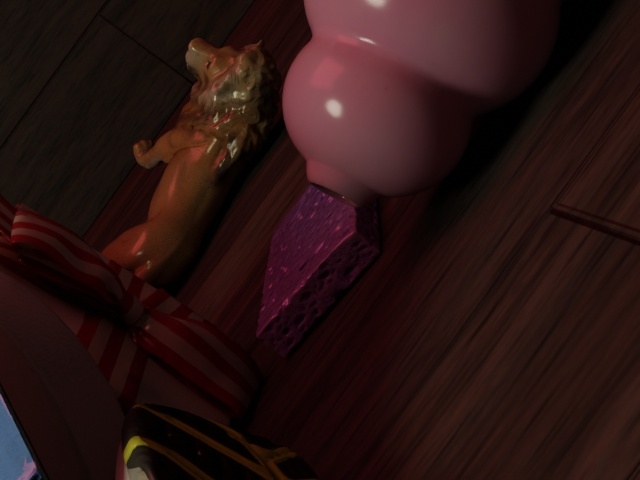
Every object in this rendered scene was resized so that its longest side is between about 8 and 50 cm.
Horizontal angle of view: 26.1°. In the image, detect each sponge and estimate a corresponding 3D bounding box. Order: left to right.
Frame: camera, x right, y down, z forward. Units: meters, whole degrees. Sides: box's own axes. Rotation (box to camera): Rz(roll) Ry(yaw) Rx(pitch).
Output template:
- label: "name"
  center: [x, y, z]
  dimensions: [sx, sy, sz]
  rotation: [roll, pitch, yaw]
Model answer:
- label: "sponge"
  center: [0.000, 0.000, 1.110]
  dimensions: [0.117, 0.031, 0.210]
  rotation: [-49, 13, 19]

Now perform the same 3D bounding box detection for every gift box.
- label: "gift box"
  center: [-0.216, 0.121, 1.074]
  dimensions: [0.258, 0.255, 0.276]
  rotation: [-52, 16, 15]

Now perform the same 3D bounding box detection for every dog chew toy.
- label: "dog chew toy"
  center: [0.083, -0.178, 0.933]
  dimensions: [0.332, 0.206, 0.206]
  rotation: [-64, 14, -4]

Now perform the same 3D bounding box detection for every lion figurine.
- label: "lion figurine"
  center: [-0.169, -0.050, 1.669]
  dimensions: [0.240, 0.142, 0.392]
  rotation: [-18, 52, 56]

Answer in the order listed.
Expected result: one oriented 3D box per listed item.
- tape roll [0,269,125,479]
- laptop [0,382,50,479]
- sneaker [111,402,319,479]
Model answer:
- label: "tape roll"
  center: [-0.297, 0.189, 0.904]
  dimensions: [0.392, 0.392, 0.072]
  rotation: [-50, -12, 17]
- label: "laptop"
  center: [-0.333, 0.191, 0.641]
  dimensions: [0.382, 0.236, 0.408]
  rotation: [-41, 8, 13]
- label: "sneaker"
  center: [-0.053, 0.201, 0.628]
  dimensions: [0.385, 0.145, 0.147]
  rotation: [-109, 39, -80]
